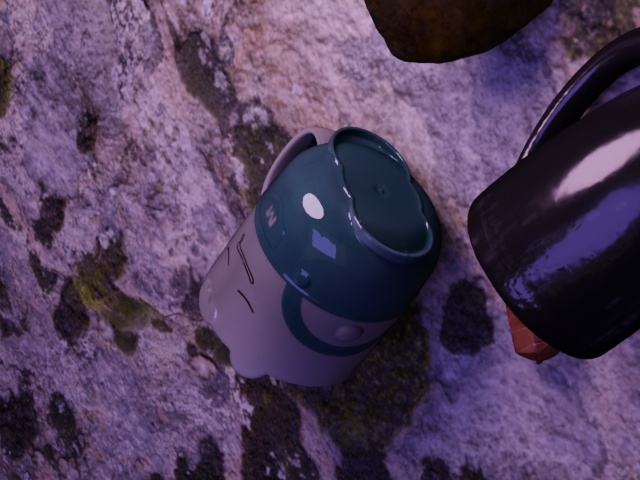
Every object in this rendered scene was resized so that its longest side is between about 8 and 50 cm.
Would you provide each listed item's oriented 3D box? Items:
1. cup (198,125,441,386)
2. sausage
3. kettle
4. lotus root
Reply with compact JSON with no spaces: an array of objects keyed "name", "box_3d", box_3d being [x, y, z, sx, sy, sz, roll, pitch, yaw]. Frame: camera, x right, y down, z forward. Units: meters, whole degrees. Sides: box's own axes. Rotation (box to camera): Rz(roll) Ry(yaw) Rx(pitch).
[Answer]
[{"name":"cup","box_3d":[0.000,0.000,1.491,0.257,0.219,0.290,-53,39,37]},{"name":"sausage","box_3d":[0.234,0.064,1.404,0.065,0.065,0.169,-4,101,40]},{"name":"kettle","box_3d":[0.302,-0.070,1.232,0.290,0.207,0.268,-45,48,33]},{"name":"lotus root","box_3d":[0.134,-0.348,1.280,0.142,0.210,0.314,10,125,49]}]
